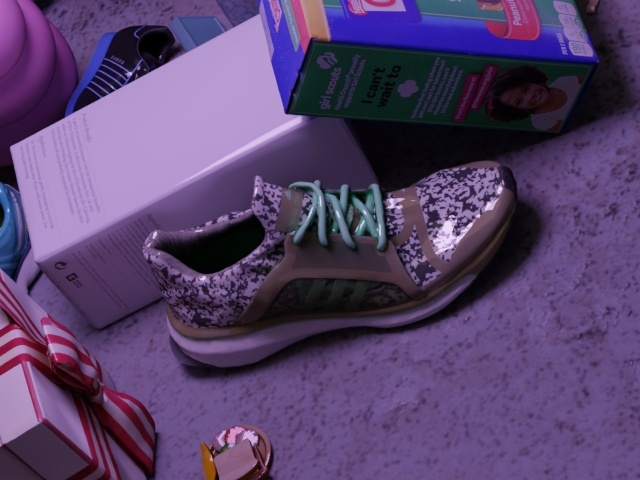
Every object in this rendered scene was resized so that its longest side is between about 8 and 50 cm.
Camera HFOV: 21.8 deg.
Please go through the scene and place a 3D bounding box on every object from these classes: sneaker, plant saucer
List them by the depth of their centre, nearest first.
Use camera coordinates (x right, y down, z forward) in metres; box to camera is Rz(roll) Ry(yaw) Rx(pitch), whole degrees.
[{"bbox_3d":[0.000,0.000,1.699,0.410,0.182,0.158,-21,48,11],"label":"sneaker"},{"bbox_3d":[-0.400,0.054,1.916,0.107,0.110,0.275,-5,54,24],"label":"sneaker"},{"bbox_3d":[-0.121,-0.220,2.019,0.067,0.018,0.192,-5,41,-27],"label":"plant saucer"},{"bbox_3d":[-0.243,-0.175,2.030,0.090,0.081,0.232,-9,51,28],"label":"sneaker"}]

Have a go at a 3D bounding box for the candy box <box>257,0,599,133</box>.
[{"bbox_3d":[0.102,-0.250,1.776,0.317,0.122,0.268,1,47,-16],"label":"candy box"}]

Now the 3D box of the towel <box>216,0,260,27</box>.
[{"bbox_3d":[0.006,-0.427,1.933,0.374,0.320,0.090,-36,54,-2],"label":"towel"}]

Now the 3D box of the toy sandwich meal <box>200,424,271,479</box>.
[{"bbox_3d":[-0.088,0.219,1.680,0.085,0.029,0.086,-14,50,18],"label":"toy sandwich meal"}]

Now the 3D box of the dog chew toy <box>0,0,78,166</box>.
[{"bbox_3d":[-0.399,-0.211,1.966,0.206,0.332,0.207,0,77,-1],"label":"dog chew toy"}]

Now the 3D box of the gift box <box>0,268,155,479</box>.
[{"bbox_3d":[-0.330,0.186,1.682,0.258,0.255,0.276,-31,51,6],"label":"gift box"}]

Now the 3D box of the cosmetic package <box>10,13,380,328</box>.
[{"bbox_3d":[-0.144,-0.084,1.858,0.365,0.155,0.197,-25,48,7],"label":"cosmetic package"}]

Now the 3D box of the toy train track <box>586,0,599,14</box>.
[{"bbox_3d":[0.312,-0.290,1.876,0.048,0.014,0.083,1,56,28],"label":"toy train track"}]
